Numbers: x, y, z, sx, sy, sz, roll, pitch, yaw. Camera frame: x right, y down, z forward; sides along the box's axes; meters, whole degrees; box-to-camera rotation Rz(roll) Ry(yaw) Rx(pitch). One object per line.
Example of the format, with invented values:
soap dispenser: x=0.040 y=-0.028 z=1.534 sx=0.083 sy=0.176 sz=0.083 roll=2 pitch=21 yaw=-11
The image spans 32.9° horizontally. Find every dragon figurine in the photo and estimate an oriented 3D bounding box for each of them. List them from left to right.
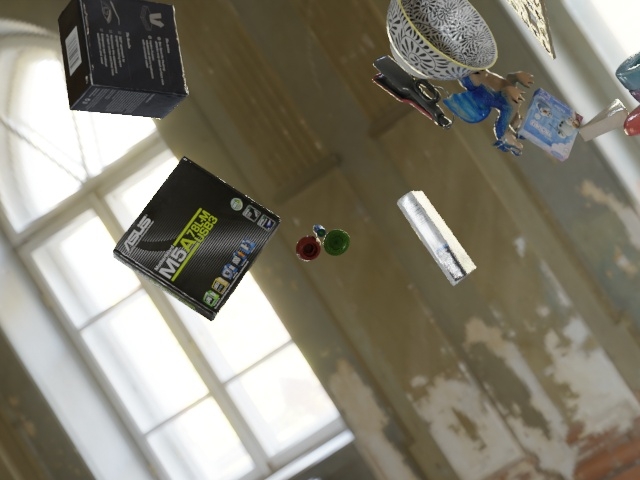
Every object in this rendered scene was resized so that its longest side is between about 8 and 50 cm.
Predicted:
dragon figurine: x=0.273 y=-0.262 z=1.892 sx=0.085 sy=0.289 sz=0.144 roll=-59 pitch=4 yaw=-34

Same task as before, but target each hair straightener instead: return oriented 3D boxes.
hair straightener: x=0.173 y=-0.280 z=2.007 sx=0.047 sy=0.230 sz=0.089 roll=-26 pitch=-40 yaw=-19

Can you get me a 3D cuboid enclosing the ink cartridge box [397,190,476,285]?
ink cartridge box: x=0.246 y=-0.010 z=2.254 sx=0.045 sy=0.206 sz=0.208 roll=-35 pitch=-5 yaw=12

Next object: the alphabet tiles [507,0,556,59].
alphabet tiles: x=0.346 y=-0.453 z=1.899 sx=0.009 sy=0.198 sz=0.237 roll=-29 pitch=-36 yaw=2

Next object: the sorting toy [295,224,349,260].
sorting toy: x=0.000 y=0.000 z=2.012 sx=0.102 sy=0.061 sz=0.042 roll=-13 pitch=21 yaw=-12

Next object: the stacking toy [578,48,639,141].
stacking toy: x=0.502 y=-0.283 z=1.568 sx=0.309 sy=0.130 sz=0.279 roll=-40 pitch=11 yaw=-24

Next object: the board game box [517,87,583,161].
board game box: x=0.373 y=-0.188 z=1.754 sx=0.090 sy=0.090 sz=0.020 roll=-64 pitch=11 yaw=-26

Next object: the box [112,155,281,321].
box: x=-0.186 y=-0.004 z=1.640 sx=0.191 sy=0.184 sz=0.045 roll=-55 pitch=-1 yaw=-20

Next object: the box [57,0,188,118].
box: x=-0.295 y=-0.273 z=1.615 sx=0.158 sy=0.156 sz=0.093 roll=1 pitch=-21 yaw=-35

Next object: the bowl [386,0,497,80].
bowl: x=0.145 y=-0.268 z=1.442 sx=0.170 sy=0.170 sz=0.080 roll=-29 pitch=-12 yaw=-50
